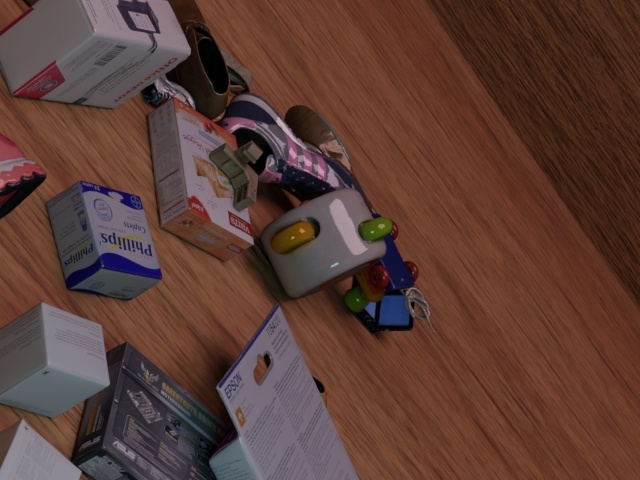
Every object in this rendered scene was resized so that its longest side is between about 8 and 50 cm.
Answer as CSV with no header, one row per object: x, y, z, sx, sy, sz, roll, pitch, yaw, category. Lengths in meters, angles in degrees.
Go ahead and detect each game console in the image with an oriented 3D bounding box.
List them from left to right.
0.118,0.112,2.315,0.107,0.071,0.122,48,27,-24,game console

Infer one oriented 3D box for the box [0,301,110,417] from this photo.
-0.321,0.143,1.445,0.101,0.102,0.087,29,37,-48,box

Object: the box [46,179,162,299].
-0.295,0.001,1.678,0.126,0.072,0.137,15,50,-55,box

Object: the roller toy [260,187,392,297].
0.000,0.000,2.083,0.209,0.191,0.146,-23,83,-22,roller toy

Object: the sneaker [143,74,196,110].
-0.265,-0.241,2.030,0.135,0.052,0.058,45,38,-13,sneaker

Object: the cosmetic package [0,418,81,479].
-0.335,0.309,1.290,0.099,0.060,0.239,50,27,-24,cosmetic package

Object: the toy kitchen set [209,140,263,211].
-0.126,-0.110,1.951,0.083,0.068,0.075,45,28,-30,toy kitchen set

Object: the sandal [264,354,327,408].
-0.024,0.234,1.937,0.090,0.060,0.219,13,52,-57,sandal

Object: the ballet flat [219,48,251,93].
-0.179,-0.312,2.246,0.168,0.057,0.052,23,54,-52,ballet flat

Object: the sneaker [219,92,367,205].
-0.060,-0.118,2.183,0.319,0.112,0.131,39,38,-9,sneaker

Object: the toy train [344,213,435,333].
0.102,0.089,2.216,0.105,0.143,0.248,-7,66,-47,toy train

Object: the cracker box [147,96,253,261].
-0.194,-0.099,1.975,0.155,0.067,0.232,31,38,-46,cracker box

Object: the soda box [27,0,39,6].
-0.390,-0.458,1.962,0.091,0.098,0.286,46,28,-24,soda box

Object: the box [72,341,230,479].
-0.204,0.268,1.578,0.231,0.056,0.183,45,28,-29,box

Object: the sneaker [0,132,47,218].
-0.462,-0.087,1.456,0.136,0.116,0.314,52,18,7,sneaker

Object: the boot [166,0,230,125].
-0.218,-0.349,2.112,0.112,0.115,0.305,-9,65,-27,boot

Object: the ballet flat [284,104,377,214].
0.012,-0.093,2.326,0.124,0.116,0.342,-36,99,-45,ballet flat

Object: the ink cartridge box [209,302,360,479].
-0.056,0.293,1.717,0.330,0.071,0.324,65,18,-10,ink cartridge box

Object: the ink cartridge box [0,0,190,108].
-0.331,-0.284,1.797,0.237,0.172,0.100,-2,65,-62,ink cartridge box
